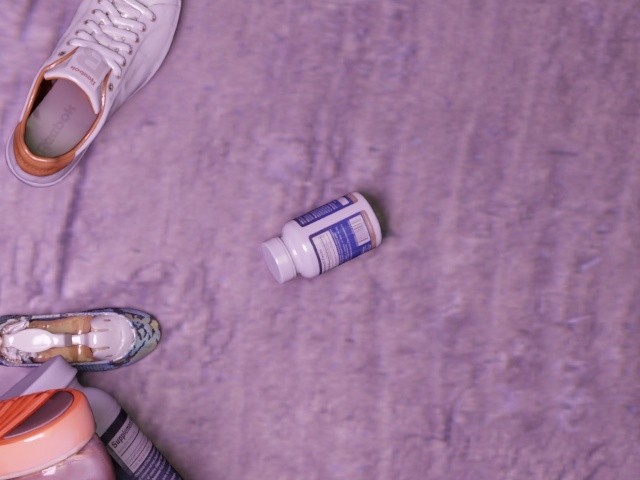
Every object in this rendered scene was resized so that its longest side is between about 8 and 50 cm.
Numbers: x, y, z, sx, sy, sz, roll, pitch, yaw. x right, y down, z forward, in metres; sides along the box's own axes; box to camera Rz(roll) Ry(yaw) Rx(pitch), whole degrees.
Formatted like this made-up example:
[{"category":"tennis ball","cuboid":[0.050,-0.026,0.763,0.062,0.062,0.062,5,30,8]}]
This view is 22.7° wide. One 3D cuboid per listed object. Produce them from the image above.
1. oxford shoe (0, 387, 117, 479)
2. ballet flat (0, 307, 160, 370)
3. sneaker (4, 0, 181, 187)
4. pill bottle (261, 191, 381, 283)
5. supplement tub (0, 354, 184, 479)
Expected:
[{"category":"oxford shoe","cuboid":[-0.343,0.236,1.434,0.130,0.363,0.133,-50,122,-55]},{"category":"ballet flat","cuboid":[-0.255,0.104,1.650,0.188,0.070,0.070,-5,88,-15]},{"category":"sneaker","cuboid":[-0.222,-0.185,1.646,0.106,0.123,0.290,29,79,-9]},{"category":"pill bottle","cuboid":[0.000,0.000,1.720,0.120,0.067,0.067,-25,93,-15]},{"category":"supplement tub","cuboid":[-0.233,0.269,1.580,0.191,0.191,0.272,-42,97,-13]}]
